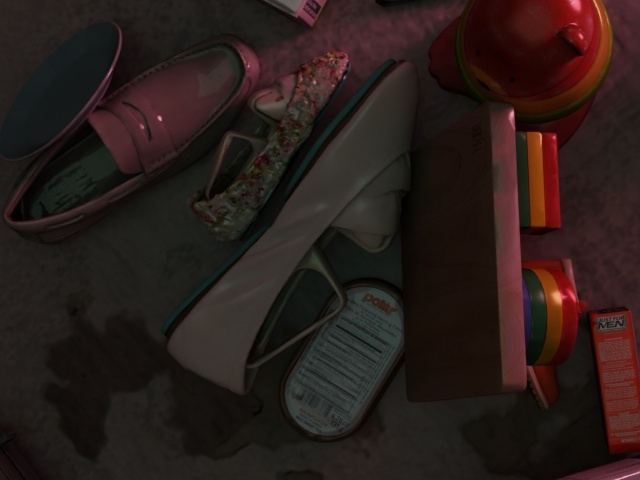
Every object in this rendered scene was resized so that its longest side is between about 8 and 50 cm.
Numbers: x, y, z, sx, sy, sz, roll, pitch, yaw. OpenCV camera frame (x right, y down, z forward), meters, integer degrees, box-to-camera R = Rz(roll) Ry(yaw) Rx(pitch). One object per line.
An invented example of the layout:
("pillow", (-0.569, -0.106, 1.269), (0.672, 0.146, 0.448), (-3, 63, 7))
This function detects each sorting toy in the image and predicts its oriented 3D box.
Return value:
("sorting toy", (0.160, 0.023, 1.222), (0.089, 0.257, 0.255), (1, 81, -15))

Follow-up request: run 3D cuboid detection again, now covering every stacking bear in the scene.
("stacking bear", (0.197, -0.185, 1.199), (0.164, 0.289, 0.175), (-45, 84, 7))

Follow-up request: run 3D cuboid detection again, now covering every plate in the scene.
("plate", (-0.272, -0.154, 1.350), (0.188, 0.188, 0.024), (-44, 123, 7))

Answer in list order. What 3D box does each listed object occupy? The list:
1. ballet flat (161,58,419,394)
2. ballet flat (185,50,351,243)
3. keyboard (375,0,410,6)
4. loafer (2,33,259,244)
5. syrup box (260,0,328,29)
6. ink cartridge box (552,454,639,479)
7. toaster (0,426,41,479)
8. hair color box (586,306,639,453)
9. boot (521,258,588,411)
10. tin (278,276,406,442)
("ballet flat", (0.000, 0.000, 1.312), (0.139, 0.139, 0.400), (42, 103, 6))
("ballet flat", (-0.058, -0.107, 1.337), (0.077, 0.091, 0.241), (30, 95, -21))
("keyboard", (0.137, -0.317, 1.343), (0.180, 0.023, 0.108), (-11, 95, 8))
("loafer", (-0.201, -0.105, 1.351), (0.319, 0.111, 0.112), (-40, 85, 7))
("syrup box", (0.000, -0.351, 1.326), (0.096, 0.093, 0.237), (30, 95, 8))
("ink cartridge box", (0.317, 0.377, 1.220), (0.324, 0.071, 0.330), (-10, 89, -26))
("toaster", (-0.408, 0.297, 1.383), (0.227, 0.129, 0.146), (-34, 82, 10))
("hair color box", (0.303, 0.141, 1.297), (0.043, 0.072, 0.141), (-7, 89, 9))
("boot", (0.239, 0.095, 1.315), (0.084, 0.059, 0.158), (-10, 88, 4))
("tin", (0.029, 0.129, 1.358), (0.106, 0.040, 0.190), (31, 95, 3))
